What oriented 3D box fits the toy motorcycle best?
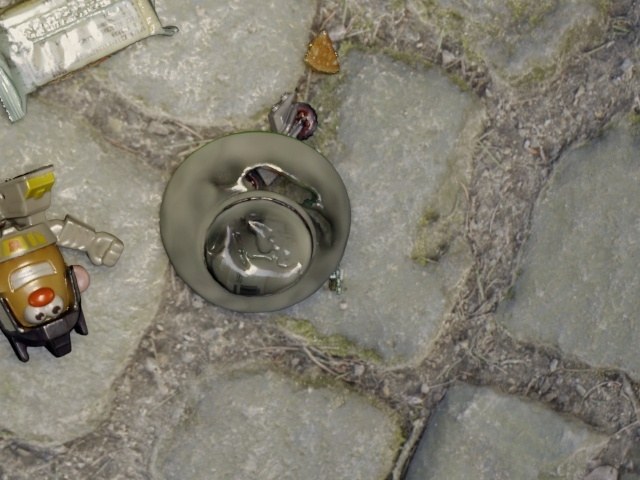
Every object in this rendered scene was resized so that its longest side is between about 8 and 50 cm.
[{"bbox_3d":[-0.102,-0.164,1.686,0.122,0.080,0.215,44,78,-25],"label":"toy motorcycle"}]

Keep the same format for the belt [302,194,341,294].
[{"bbox_3d":[0.001,0.000,1.763,0.100,0.065,0.179,10,96,-13],"label":"belt"}]

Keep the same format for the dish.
[{"bbox_3d":[-0.102,-0.007,1.625,0.324,0.124,0.324,-3,115,-5],"label":"dish"}]

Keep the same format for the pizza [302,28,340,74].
[{"bbox_3d":[0.001,-0.326,1.728,0.083,0.025,0.078,13,79,-41],"label":"pizza"}]

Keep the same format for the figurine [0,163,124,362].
[{"bbox_3d":[-0.456,0.041,1.538,0.308,0.143,0.308,-1,103,-4],"label":"figurine"}]

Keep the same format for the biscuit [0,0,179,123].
[{"bbox_3d":[-0.386,-0.335,1.538,0.309,0.079,0.186,-31,107,-14],"label":"biscuit"}]
